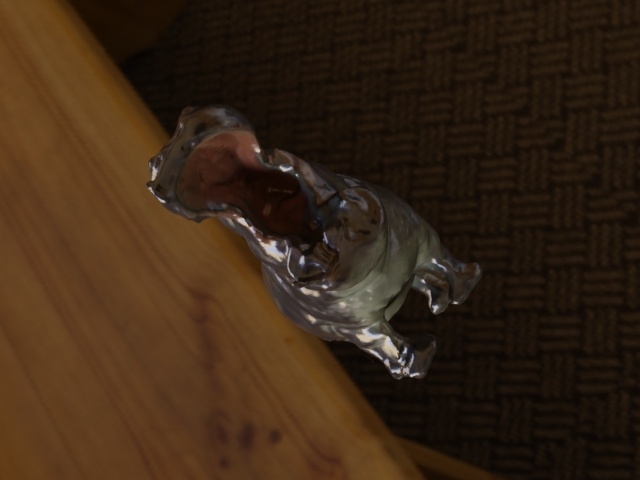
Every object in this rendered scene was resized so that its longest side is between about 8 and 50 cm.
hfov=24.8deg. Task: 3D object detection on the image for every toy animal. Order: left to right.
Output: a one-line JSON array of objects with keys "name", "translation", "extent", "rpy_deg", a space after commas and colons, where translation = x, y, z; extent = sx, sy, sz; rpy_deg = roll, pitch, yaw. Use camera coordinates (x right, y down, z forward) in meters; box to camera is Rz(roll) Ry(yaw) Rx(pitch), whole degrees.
[{"name": "toy animal", "translation": [0.013, 0.007, 0.930], "extent": [0.168, 0.343, 0.106], "rpy_deg": [30, 85, 16]}]
